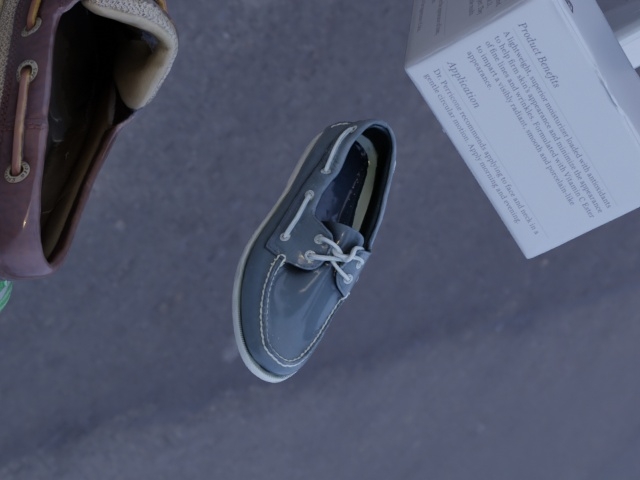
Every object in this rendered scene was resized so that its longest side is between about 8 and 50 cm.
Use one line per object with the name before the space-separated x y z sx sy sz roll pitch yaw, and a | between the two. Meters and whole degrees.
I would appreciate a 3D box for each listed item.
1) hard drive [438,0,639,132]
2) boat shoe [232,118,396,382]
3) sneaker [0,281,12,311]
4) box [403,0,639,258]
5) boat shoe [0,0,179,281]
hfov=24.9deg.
hard drive | 0.281 -0.191 1.391 0.307 0.040 0.203 -28 -171 -26
boat shoe | 0.000 0.000 1.539 0.099 0.116 0.320 -24 -142 52
sneaker | -0.241 -0.005 1.051 0.123 0.110 0.295 -9 163 -11
box | 0.160 -0.119 1.075 0.119 0.181 0.182 -27 -158 20
boat shoe | -0.134 -0.112 0.838 0.123 0.123 0.342 68 32 -43
